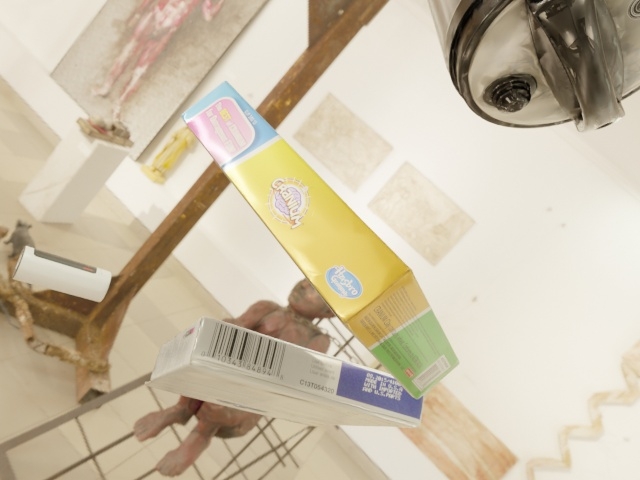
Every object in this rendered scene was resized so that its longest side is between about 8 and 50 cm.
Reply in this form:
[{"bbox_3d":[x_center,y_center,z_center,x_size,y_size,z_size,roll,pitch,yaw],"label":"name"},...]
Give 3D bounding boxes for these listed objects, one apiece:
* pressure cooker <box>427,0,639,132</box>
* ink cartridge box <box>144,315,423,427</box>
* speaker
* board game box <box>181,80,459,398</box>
[{"bbox_3d":[0.362,-0.378,0.822,0.370,0.375,0.420,3,60,-13],"label":"pressure cooker"},{"bbox_3d":[-0.073,0.214,0.789,0.324,0.071,0.330,21,-25,-20],"label":"ink cartridge box"},{"bbox_3d":[-0.411,0.056,0.844,0.136,0.055,0.055,23,19,-31],"label":"speaker"},{"bbox_3d":[0.000,0.000,0.557,0.316,0.064,0.242,49,-2,36],"label":"board game box"}]
